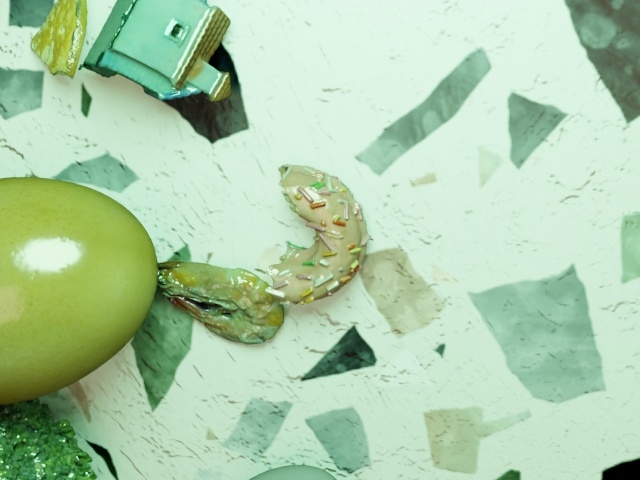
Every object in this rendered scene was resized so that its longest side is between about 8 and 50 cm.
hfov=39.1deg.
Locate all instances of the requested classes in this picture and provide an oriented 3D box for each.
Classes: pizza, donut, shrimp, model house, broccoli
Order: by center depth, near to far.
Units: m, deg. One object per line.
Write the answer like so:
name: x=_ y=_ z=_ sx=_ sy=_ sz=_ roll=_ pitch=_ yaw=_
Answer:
model house: x=-0.158 y=-0.211 z=0.980 sx=0.149 sy=0.119 sz=0.148 roll=31 pitch=87 yaw=-24
donut: x=0.000 y=0.000 z=1.019 sx=0.117 sy=0.065 sz=0.166 roll=3 pitch=108 yaw=11
pizza: x=-0.295 y=-0.235 z=1.024 sx=0.109 sy=0.026 sz=0.123 roll=-4 pitch=77 yaw=44
shrimp: x=-0.135 y=0.069 z=1.080 sx=0.190 sy=0.042 sz=0.101 roll=18 pitch=116 yaw=5
broccoli: x=-0.468 y=0.314 z=1.087 sx=0.375 sy=0.249 sz=0.302 roll=32 pitch=116 yaw=-24

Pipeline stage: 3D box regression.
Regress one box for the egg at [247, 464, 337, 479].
egg: x=-0.051 y=0.353 z=1.088 sx=0.199 sy=0.146 sz=0.146 roll=-38 pitch=96 yaw=12

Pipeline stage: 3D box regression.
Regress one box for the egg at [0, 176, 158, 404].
egg: x=-0.338 y=0.053 z=1.005 sx=0.323 sy=0.250 sz=0.250 roll=-16 pitch=102 yaw=12
